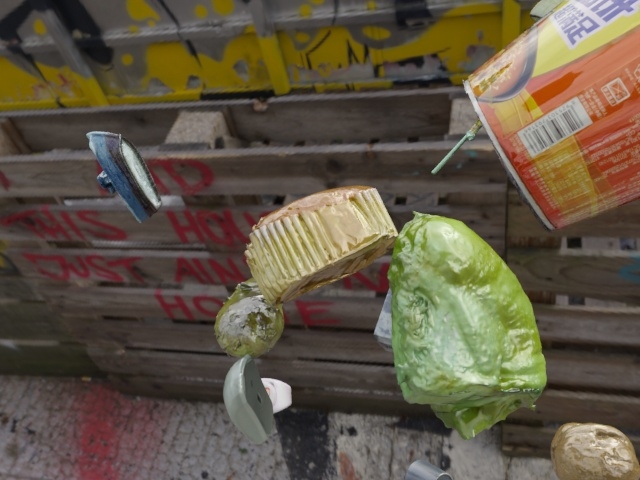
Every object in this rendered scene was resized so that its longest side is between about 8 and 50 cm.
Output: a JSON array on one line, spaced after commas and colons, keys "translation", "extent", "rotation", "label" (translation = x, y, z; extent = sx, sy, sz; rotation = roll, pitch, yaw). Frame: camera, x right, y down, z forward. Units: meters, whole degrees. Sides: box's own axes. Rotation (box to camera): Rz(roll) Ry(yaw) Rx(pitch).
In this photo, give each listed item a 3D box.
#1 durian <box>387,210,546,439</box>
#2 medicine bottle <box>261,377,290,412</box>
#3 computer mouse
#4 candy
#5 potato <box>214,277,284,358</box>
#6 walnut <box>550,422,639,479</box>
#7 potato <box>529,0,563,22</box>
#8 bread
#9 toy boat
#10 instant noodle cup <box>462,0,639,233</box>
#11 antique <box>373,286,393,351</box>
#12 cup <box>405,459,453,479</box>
[{"translation": [0.203, 0.125, 0.901], "extent": [0.204, 0.255, 0.340], "rotation": [-8, 82, 29], "label": "durian"}, {"translation": [-0.124, 0.346, 1.392], "extent": [0.115, 0.219, 0.078], "rotation": [-1, 76, -1], "label": "medicine bottle"}, {"translation": [-0.119, 0.261, 1.013], "extent": [0.056, 0.182, 0.089], "rotation": [-5, 40, 15], "label": "computer mouse"}, {"translation": [0.283, -0.204, 1.208], "extent": [0.201, 0.060, 0.060], "rotation": [-49, 49, 6], "label": "candy"}, {"translation": [-0.118, 0.128, 1.100], "extent": [0.117, 0.090, 0.225], "rotation": [9, 25, 3], "label": "potato"}, {"translation": [0.539, 0.432, 1.238], "extent": [0.166, 0.149, 0.166], "rotation": [12, 12, -3], "label": "walnut"}, {"translation": [0.470, -0.426, 1.118], "extent": [0.149, 0.081, 0.120], "rotation": [22, 92, 27], "label": "potato"}, {"translation": [0.000, 0.000, 1.009], "extent": [0.250, 0.179, 0.133], "rotation": [-23, 80, -23], "label": "bread"}, {"translation": [-0.266, -0.086, 0.842], "extent": [0.060, 0.137, 0.060], "rotation": [-10, 34, 20], "label": "toy boat"}, {"translation": [0.237, -0.116, 0.542], "extent": [0.174, 0.213, 0.213], "rotation": [-30, 42, 22], "label": "instant noodle cup"}, {"translation": [0.195, 0.169, 1.434], "extent": [0.088, 0.086, 0.183], "rotation": [10, 68, 32], "label": "antique"}, {"translation": [0.225, 0.523, 1.336], "extent": [0.100, 0.078, 0.077], "rotation": [-24, 14, -31], "label": "cup"}]
